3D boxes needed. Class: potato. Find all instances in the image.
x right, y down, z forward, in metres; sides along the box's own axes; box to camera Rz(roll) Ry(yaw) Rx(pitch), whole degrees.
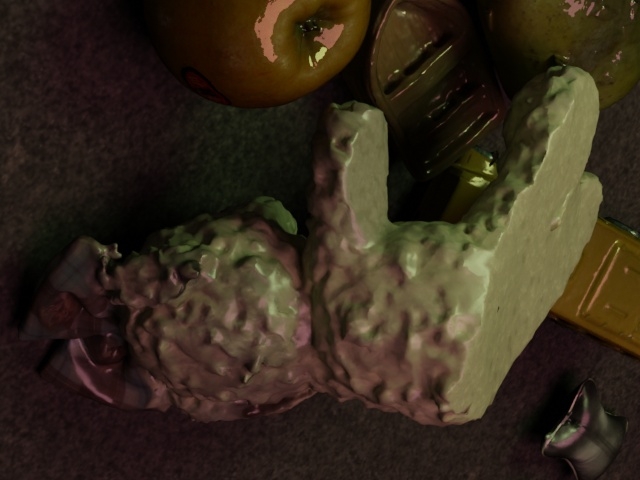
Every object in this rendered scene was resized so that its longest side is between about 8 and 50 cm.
[{"bbox_3d":[0.208,-0.216,1.582,0.197,0.149,0.228,-19,109,-48],"label":"potato"}]

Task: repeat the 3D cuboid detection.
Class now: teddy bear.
[{"bbox_3d":[0.000,0.000,1.526,0.375,0.362,0.327,-60,156,-31],"label":"teddy bear"}]

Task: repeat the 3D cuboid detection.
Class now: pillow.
[{"bbox_3d":[0.281,0.207,1.954,0.136,0.055,0.091,45,51,-47],"label":"pillow"}]

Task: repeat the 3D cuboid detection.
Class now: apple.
[{"bbox_3d":[-0.043,-0.183,1.405,0.182,0.155,0.182,-17,121,-31],"label":"apple"}]

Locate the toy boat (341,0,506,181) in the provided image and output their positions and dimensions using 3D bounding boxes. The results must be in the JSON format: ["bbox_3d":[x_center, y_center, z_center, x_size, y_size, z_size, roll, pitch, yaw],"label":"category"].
[{"bbox_3d":[0.079,-0.151,1.588,0.116,0.061,0.188,-40,133,-13],"label":"toy boat"}]

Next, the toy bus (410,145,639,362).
[{"bbox_3d":[0.238,0.025,1.742,0.336,0.123,0.121,26,94,-34],"label":"toy bus"}]
